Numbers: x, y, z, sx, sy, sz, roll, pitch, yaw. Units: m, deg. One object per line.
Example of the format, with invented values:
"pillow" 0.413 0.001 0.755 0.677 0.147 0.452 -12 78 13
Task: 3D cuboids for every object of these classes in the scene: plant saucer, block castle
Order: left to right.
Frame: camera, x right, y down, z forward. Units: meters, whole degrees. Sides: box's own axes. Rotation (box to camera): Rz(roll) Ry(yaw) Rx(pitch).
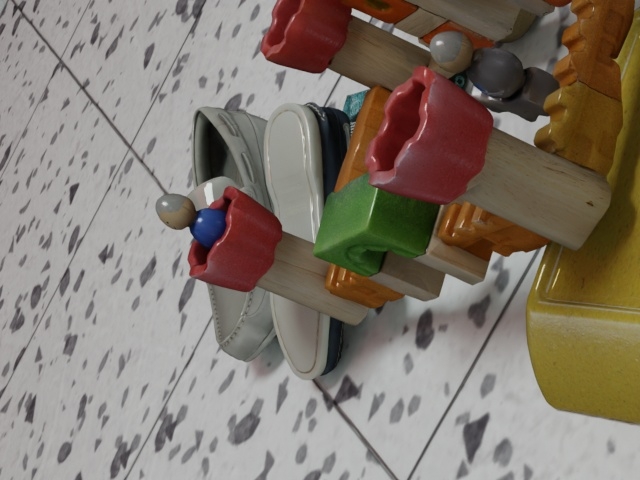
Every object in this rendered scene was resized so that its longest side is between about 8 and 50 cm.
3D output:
"block castle" 0.050 -0.123 1.324 0.453 0.212 0.303 -25 45 65
"plant saucer" 0.265 -0.040 1.131 0.332 0.081 0.333 4 72 62

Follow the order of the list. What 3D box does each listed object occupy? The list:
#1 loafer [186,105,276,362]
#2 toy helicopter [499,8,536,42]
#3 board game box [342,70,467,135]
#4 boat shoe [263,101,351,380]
"loafer" -0.092 -0.013 1.747 0.112 0.111 0.319 -48 31 33
"toy helicopter" 0.185 -0.351 1.503 0.235 0.140 0.355 30 107 58
"board game box" 0.064 -0.093 1.619 0.186 0.026 0.126 -10 59 60
"boat shoe" 0.000 0.000 1.580 0.095 0.079 0.255 -17 76 49
